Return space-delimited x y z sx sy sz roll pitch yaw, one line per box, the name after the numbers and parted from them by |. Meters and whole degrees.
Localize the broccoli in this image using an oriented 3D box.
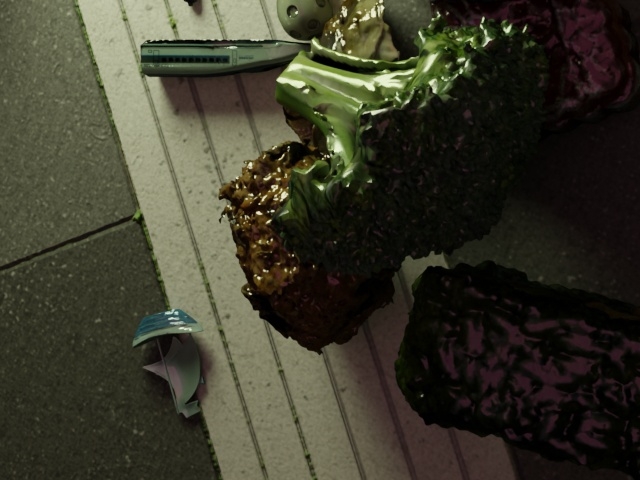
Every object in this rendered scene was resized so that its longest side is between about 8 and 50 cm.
0.095 -0.096 1.571 0.375 0.249 0.302 -48 32 -21 | broccoli

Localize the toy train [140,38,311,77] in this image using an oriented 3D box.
-0.118 -0.241 1.856 0.252 0.055 0.048 3 91 21 | toy train

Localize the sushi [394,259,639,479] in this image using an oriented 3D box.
0.269 0.136 1.585 0.352 0.294 0.178 15 98 22 | sushi

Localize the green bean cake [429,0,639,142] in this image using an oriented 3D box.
0.265 -0.221 1.688 0.232 0.097 0.198 -14 85 21 | green bean cake

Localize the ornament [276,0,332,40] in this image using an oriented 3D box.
-0.028 -0.337 1.814 0.075 0.081 0.156 -34 71 61 | ornament

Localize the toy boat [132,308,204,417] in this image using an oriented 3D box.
-0.193 0.159 1.896 0.105 0.034 0.149 -39 77 19 | toy boat

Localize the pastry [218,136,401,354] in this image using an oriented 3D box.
0.000 0.000 1.708 0.193 0.275 0.275 -19 83 19 | pastry

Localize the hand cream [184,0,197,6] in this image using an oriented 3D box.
-0.177 -0.365 1.902 0.030 0.019 0.093 -1 83 23 | hand cream

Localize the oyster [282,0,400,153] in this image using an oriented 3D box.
0.022 -0.215 1.763 0.107 0.161 0.233 15 116 -10 | oyster
